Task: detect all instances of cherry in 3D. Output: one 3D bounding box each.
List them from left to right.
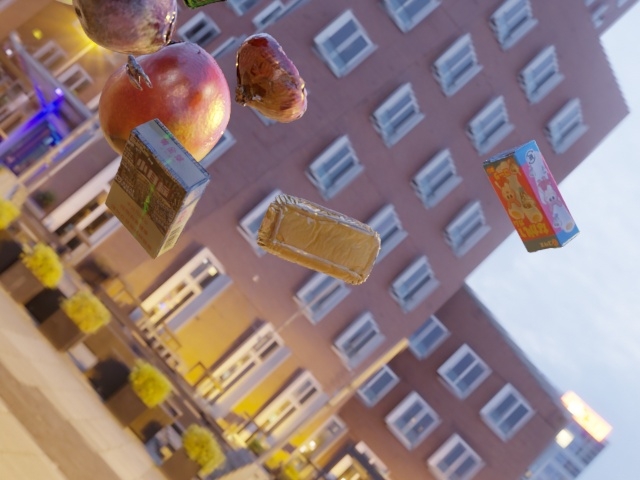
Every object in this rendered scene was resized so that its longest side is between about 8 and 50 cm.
[{"bbox_3d":[-0.354,-0.430,1.618,0.195,0.195,0.195,45,-11,11],"label":"cherry"}]

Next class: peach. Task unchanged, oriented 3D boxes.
[{"bbox_3d":[-0.420,-0.369,2.428,0.370,0.370,0.370,45,-11,11],"label":"peach"}]

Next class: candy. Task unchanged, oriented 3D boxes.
[{"bbox_3d":[0.604,-0.121,2.542,0.305,0.100,0.157,62,-27,-5],"label":"candy"}]

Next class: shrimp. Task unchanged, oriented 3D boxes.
[{"bbox_3d":[-0.405,-0.365,1.945,0.092,0.038,0.029,55,-2,17],"label":"shrimp"}]

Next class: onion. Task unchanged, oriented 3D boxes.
[{"bbox_3d":[-0.134,-0.373,2.116,0.230,0.163,0.230,50,-8,10],"label":"onion"}]

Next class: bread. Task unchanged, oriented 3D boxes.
[{"bbox_3d":[0.000,0.000,2.087,0.288,0.152,0.119,20,6,-8],"label":"bread"}]

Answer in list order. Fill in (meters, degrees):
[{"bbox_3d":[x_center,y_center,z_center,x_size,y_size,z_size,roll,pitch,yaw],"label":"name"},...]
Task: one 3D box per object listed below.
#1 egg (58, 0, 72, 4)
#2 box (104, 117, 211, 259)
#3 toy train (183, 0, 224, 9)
[{"bbox_3d":[-0.496,-0.558,1.693,0.264,0.182,0.183,29,7,-48],"label":"egg"},{"bbox_3d":[-0.390,-0.115,2.098,0.198,0.084,0.310,48,-39,9],"label":"box"},{"bbox_3d":[-0.223,-0.642,2.039,0.132,0.243,0.188,63,24,-43],"label":"toy train"}]
